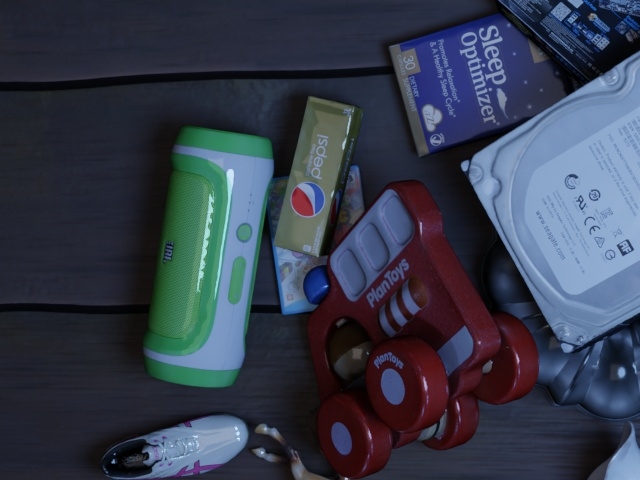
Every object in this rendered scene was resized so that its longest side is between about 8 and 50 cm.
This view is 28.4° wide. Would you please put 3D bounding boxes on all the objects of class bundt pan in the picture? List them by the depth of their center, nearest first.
[{"bbox_3d":[0.333,0.048,1.402,0.331,0.124,0.330,0,91,13],"label":"bundt pan"}]

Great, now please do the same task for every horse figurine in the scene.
[{"bbox_3d":[-0.036,0.330,1.519,0.174,0.066,0.263,33,101,15],"label":"horse figurine"}]

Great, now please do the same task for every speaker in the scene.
[{"bbox_3d":[-0.133,0.018,1.498,0.131,0.131,0.296,10,94,12],"label":"speaker"}]

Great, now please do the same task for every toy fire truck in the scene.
[{"bbox_3d":[0.080,0.107,1.411,0.302,0.169,0.253,-50,58,48],"label":"toy fire truck"}]

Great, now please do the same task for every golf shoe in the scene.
[{"bbox_3d":[-0.177,0.258,1.536,0.186,0.086,0.067,-17,87,11],"label":"golf shoe"}]

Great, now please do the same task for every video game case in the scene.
[{"bbox_3d":[0.000,0.000,1.525,0.119,0.015,0.166,-8,90,12],"label":"video game case"}]

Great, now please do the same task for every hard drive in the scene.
[{"bbox_3d":[0.341,-0.065,1.282,0.339,0.064,0.236,-31,75,18],"label":"hard drive"}]

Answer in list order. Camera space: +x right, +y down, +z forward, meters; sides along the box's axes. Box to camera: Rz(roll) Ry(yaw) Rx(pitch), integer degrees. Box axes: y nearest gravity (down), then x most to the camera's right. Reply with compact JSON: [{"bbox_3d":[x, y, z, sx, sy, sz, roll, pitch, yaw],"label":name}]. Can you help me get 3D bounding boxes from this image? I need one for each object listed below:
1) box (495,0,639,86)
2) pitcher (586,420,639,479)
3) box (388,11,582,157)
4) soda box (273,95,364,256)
[{"bbox_3d":[0.327,-0.255,1.385,0.175,0.051,0.220,-45,71,1],"label":"box"},{"bbox_3d":[0.380,0.321,1.411,0.207,0.125,0.177,36,136,5],"label":"pitcher"},{"bbox_3d":[0.204,-0.192,1.466,0.225,0.036,0.136,-16,88,11],"label":"box"},{"bbox_3d":[-0.001,-0.075,1.483,0.058,0.061,0.181,14,94,12],"label":"soda box"}]
